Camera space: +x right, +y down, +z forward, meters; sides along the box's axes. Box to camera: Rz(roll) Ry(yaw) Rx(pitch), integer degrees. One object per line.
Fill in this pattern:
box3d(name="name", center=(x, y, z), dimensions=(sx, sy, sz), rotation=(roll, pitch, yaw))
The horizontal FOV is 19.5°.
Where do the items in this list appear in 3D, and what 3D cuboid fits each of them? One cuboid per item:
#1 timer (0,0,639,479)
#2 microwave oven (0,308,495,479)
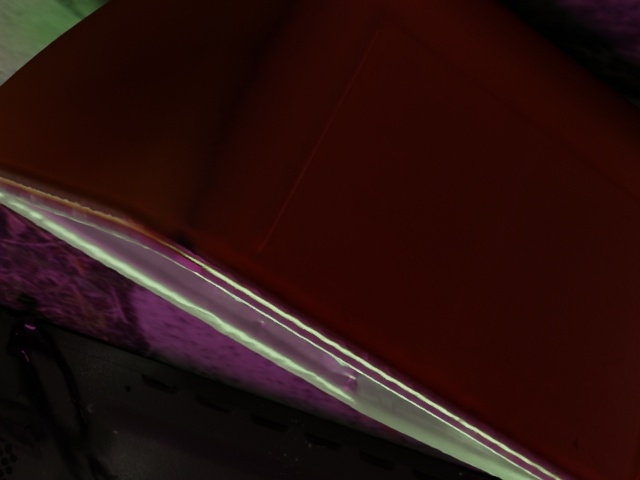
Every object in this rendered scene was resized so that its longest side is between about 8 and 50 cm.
box3d(name="timer", center=(0.000, 0.000, 0.770), dimensions=(0.257, 0.161, 0.250), rotation=(32, 158, -28))
box3d(name="microwave oven", center=(-0.119, 0.242, 1.212), dimensions=(0.432, 0.236, 0.374), rotation=(19, 153, -5))
